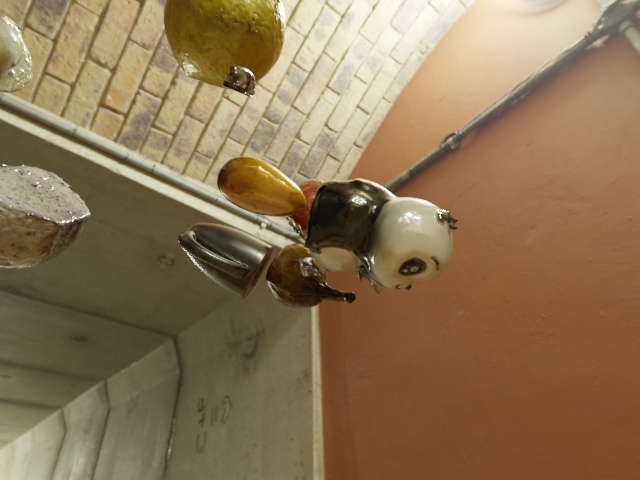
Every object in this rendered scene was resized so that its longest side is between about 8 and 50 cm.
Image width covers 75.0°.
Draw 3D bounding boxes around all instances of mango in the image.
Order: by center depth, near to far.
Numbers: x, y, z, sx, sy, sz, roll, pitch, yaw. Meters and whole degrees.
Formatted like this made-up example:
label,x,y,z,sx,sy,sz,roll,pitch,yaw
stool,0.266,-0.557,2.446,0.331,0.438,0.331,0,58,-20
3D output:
label,x,y,z,sx,sy,sz,roll,pitch,yaw
mango,-0.138,-0.120,0.993,0.145,0.219,0.113,115,-2,-59

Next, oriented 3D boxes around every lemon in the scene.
label,x,y,z,sx,sy,sz,roll,pitch,yaw
lemon,-0.281,-0.624,1.240,0.387,0.349,0.350,125,-29,-54

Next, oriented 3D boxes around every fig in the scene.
label,x,y,z,sx,sy,sz,roll,pitch,yaw
fig,-0.040,0.108,1.147,0.191,0.190,0.290,-69,-160,-3

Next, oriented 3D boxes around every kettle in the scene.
label,x,y,z,sx,sy,sz,roll,pitch,yaw
kettle,-0.334,0.044,1.403,0.208,0.290,0.268,-60,180,4

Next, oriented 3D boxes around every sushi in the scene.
label,x,y,z,sx,sy,sz,roll,pitch,yaw
sushi,-0.142,-0.294,0.765,0.046,0.044,0.083,-67,169,14

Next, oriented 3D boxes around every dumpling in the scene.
label,x,y,z,sx,sy,sz,roll,pitch,yaw
dumpling,-0.881,-0.498,1.122,0.146,0.193,0.258,-6,-145,19

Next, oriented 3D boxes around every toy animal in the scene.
label,x,y,z,sx,sy,sz,roll,pitch,yaw
toy animal,0.135,-0.012,0.929,0.251,0.309,0.251,11,90,-81

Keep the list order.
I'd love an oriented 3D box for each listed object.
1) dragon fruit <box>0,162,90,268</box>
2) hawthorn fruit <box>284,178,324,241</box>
label,x,y,z,sx,sy,sz,roll,pitch,yaw
dragon fruit,-0.666,-0.032,0.902,0.204,0.221,0.283,-53,-175,9
hawthorn fruit,0.003,-0.123,1.535,0.271,0.242,0.242,-44,-149,-11
